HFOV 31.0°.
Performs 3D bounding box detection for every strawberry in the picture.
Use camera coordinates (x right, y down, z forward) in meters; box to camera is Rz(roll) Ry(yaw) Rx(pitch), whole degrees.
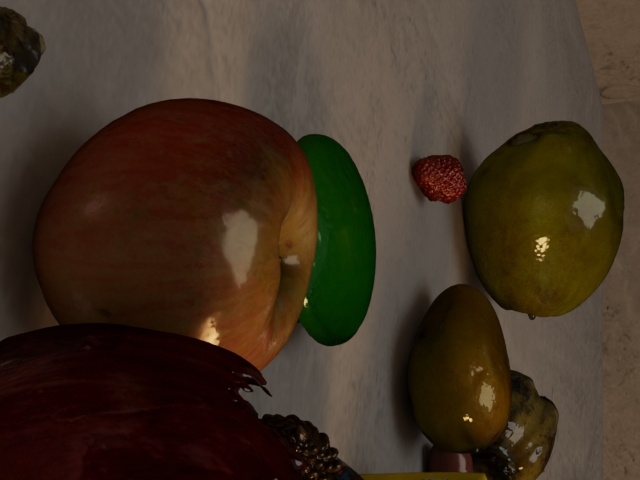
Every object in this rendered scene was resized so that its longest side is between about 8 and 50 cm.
[{"bbox_3d":[0.159,-0.088,1.607,0.083,0.073,0.073,7,76,-31],"label":"strawberry"}]

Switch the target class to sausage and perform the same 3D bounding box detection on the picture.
[{"bbox_3d":[0.174,0.345,1.534,0.062,0.062,0.154,20,67,-67],"label":"sausage"}]

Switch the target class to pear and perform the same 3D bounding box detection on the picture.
[{"bbox_3d":[0.353,-0.032,1.839,0.269,0.269,0.321,-20,117,-68],"label":"pear"}]

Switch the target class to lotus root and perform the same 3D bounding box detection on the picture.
[{"bbox_3d":[0.257,0.290,1.657,0.278,0.154,0.154,-52,133,-62],"label":"lotus root"}]

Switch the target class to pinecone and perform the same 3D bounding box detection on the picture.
[{"bbox_3d":[-0.026,0.206,1.000,0.102,0.102,0.109,-67,146,-51],"label":"pinecone"}]

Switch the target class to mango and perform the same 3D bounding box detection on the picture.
[{"bbox_3d":[0.183,0.162,1.514,0.262,0.130,0.167,-71,144,-58],"label":"mango"}]

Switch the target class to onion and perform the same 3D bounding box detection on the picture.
[{"bbox_3d":[-0.117,0.177,0.597,0.276,0.276,0.276,-5,90,-69],"label":"onion"}]

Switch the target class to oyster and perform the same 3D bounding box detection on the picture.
[{"bbox_3d":[-0.201,-0.116,0.719,0.051,0.034,0.093,64,33,-28],"label":"oyster"}]

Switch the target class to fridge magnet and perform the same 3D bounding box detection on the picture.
[{"bbox_3d":[0.000,0.000,1.127,0.208,0.088,0.208,-6,90,-69],"label":"fridge magnet"}]

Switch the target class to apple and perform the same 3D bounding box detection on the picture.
[{"bbox_3d":[-0.095,0.006,0.786,0.209,0.164,0.209,7,90,-73],"label":"apple"}]

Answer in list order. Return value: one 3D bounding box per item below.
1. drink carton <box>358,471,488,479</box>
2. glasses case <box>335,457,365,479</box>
[{"bbox_3d":[0.159,0.391,1.356,0.351,0.155,0.111,60,32,-47],"label":"drink carton"},{"bbox_3d":[0.065,0.305,1.024,0.321,0.082,0.122,47,-6,48],"label":"glasses case"}]
